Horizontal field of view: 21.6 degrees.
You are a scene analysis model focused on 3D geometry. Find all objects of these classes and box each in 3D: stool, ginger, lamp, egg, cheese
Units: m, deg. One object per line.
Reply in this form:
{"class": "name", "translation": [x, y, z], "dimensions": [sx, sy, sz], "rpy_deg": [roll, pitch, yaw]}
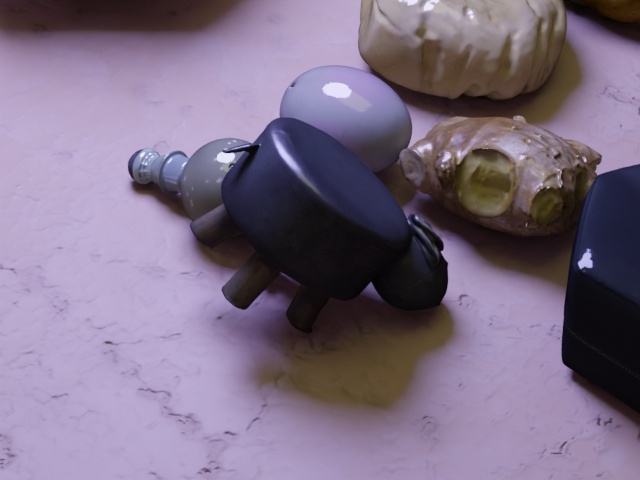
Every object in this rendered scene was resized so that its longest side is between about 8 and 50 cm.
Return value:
{"class": "stool", "translation": [0.000, 0.004, 1.437], "dimensions": [0.228, 0.139, 0.153], "rpy_deg": [41, 19, -1]}
{"class": "ginger", "translation": [0.181, -0.059, 1.550], "dimensions": [0.216, 0.102, 0.157], "rpy_deg": [18, 18, 24]}
{"class": "lamp", "translation": [-0.116, -0.056, 1.557], "dimensions": [0.163, 0.091, 0.091], "rpy_deg": [13, 41, 36]}
{"class": "egg", "translation": [0.023, -0.114, 1.598], "dimensions": [0.135, 0.103, 0.103], "rpy_deg": [22, 46, 27]}
{"class": "stool", "translation": [0.314, 0.042, 1.414], "dimensions": [0.232, 0.141, 0.232], "rpy_deg": [2, 43, -1]}
{"class": "cheese", "translation": [0.148, -0.236, 1.733], "dimensions": [0.214, 0.117, 0.226], "rpy_deg": [11, 39, 1]}

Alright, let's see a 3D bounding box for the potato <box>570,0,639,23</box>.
{"class": "potato", "translation": [0.305, -0.368, 1.847], "dimensions": [0.176, 0.195, 0.369], "rpy_deg": [13, 29, -44]}
